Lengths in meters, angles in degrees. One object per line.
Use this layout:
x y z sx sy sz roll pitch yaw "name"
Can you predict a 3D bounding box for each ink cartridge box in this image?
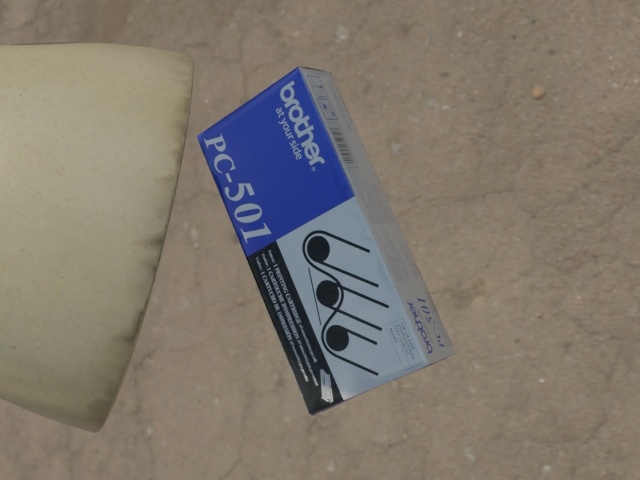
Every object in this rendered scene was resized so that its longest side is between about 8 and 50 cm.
0.000 0.000 0.591 0.097 0.046 0.207 -29 78 30 "ink cartridge box"

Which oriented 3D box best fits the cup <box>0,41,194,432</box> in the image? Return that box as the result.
-0.263 -0.027 0.738 0.331 0.237 0.331 -166 90 -73 "cup"
